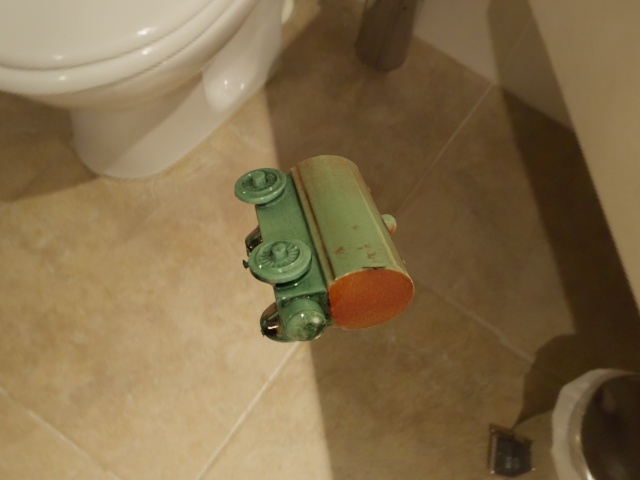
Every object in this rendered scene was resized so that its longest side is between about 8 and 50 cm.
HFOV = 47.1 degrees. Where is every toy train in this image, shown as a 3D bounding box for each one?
[{"bbox_3d":[0.000,0.000,0.827,0.177,0.116,0.285,-12,35,-5],"label":"toy train"}]
